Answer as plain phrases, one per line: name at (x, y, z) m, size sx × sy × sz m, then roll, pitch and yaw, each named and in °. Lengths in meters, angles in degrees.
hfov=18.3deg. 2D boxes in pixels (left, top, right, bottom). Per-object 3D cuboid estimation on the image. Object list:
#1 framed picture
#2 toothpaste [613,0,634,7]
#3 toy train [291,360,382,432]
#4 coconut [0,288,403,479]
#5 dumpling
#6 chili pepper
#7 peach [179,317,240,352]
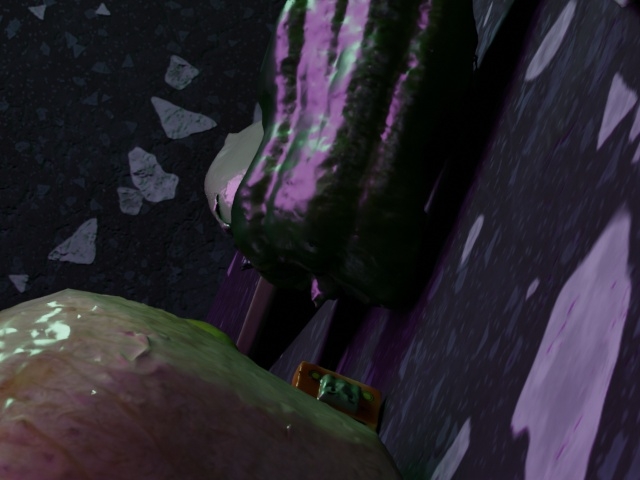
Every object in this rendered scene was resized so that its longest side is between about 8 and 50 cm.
framed picture at (0.000, 0.000, 1.815) m, size 0.232 × 0.024 × 0.315 m, roll -49°, pitch -14°, yaw -41°
toothpaste at (0.173, -0.181, 1.209) m, size 0.067 × 0.037 × 0.255 m, roll -61°, pitch 9°, yaw 8°
toy train at (-0.018, 0.181, 1.462) m, size 0.099 × 0.072 × 0.188 m, roll -84°, pitch 17°, yaw -52°
coconut at (-0.165, 0.216, 1.188) m, size 0.404 × 0.404 × 0.405 m, roll -157°, pitch 90°, yaw -85°
dumpling at (-0.029, -0.072, 2.348) m, size 0.204 × 0.163 × 0.293 m, roll -32°, pitch 13°, yaw 11°
chili pepper at (0.040, -0.133, 1.559) m, size 0.213 × 0.167 × 0.385 m, roll 130°, pitch 159°, yaw -78°
peach at (-0.171, 0.225, 1.695) m, size 0.314 × 0.281 × 0.315 m, roll -34°, pitch 1°, yaw -18°
